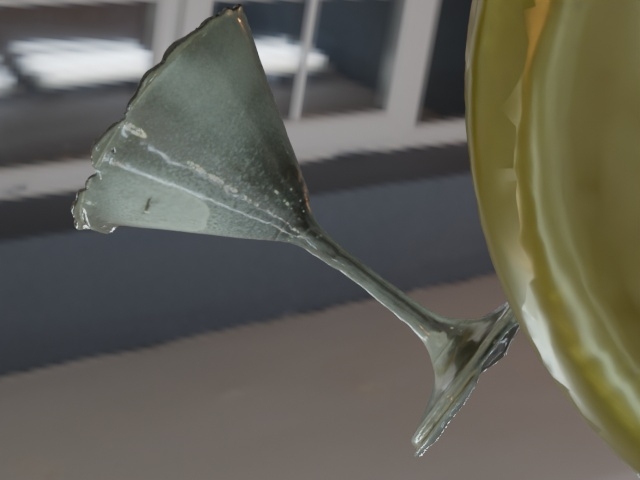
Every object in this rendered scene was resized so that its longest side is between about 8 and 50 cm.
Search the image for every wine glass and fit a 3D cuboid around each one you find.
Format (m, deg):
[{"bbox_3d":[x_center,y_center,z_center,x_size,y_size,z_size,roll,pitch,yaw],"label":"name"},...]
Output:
[{"bbox_3d":[0.000,0.000,0.866,0.232,0.156,0.156,37,-154,7],"label":"wine glass"}]

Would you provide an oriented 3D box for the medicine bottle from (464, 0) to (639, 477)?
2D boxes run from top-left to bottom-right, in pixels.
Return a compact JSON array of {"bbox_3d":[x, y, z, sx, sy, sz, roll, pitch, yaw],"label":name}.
[{"bbox_3d":[0.175,-0.086,0.473,0.224,0.224,0.384,13,-155,9],"label":"medicine bottle"}]
